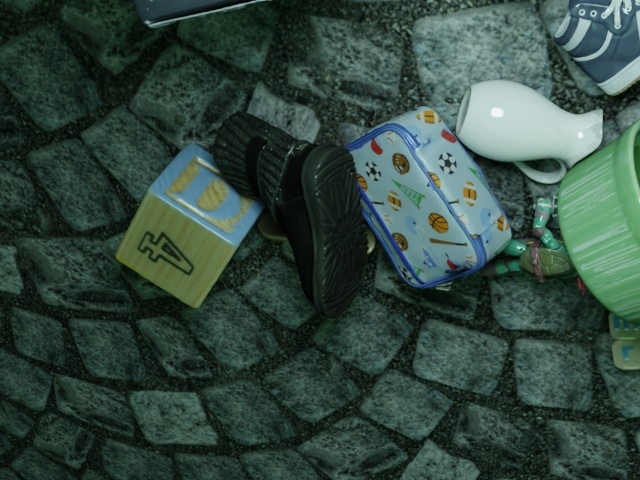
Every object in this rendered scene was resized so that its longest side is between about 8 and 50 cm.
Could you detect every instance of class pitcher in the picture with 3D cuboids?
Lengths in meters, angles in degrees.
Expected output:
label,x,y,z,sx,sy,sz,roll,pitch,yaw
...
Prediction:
label,x,y,z,sx,sy,sz,roll,pitch,yaw
pitcher,0.320,-0.165,1.410,0.207,0.125,0.177,14,144,-3

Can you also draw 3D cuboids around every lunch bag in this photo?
label,x,y,z,sx,sy,sz,roll,pitch,yaw
lunch bag,0.166,-0.060,1.480,0.243,0.115,0.303,-22,101,55

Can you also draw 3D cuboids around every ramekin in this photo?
label,x,y,z,sx,sy,sz,roll,pitch,yaw
ramekin,0.498,-0.019,1.330,0.303,0.303,0.148,46,134,-14

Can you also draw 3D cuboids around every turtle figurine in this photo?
label,x,y,z,sx,sy,sz,roll,pitch,yaw
turtle figurine,0.384,0.014,1.513,0.234,0.118,0.175,-3,123,29

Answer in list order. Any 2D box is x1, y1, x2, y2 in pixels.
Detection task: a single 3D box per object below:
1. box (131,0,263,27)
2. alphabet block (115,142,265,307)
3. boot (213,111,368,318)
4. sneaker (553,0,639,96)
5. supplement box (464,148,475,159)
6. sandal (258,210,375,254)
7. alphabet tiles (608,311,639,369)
label,x,y,z,sx,sy,sz,roll,pitch,yaw
box,-0.091,-0.580,1.031,0.298,0.471,0.479,-6,122,24
alphabet block,-0.241,-0.029,1.665,0.193,0.192,0.197,34,130,-3
boot,-0.053,-0.048,1.561,0.260,0.131,0.347,20,126,37
sneaker,0.456,-0.341,1.235,0.153,0.099,0.282,36,132,-9
supplement box,0.218,-0.118,1.523,0.062,0.036,0.098,25,129,4
sandal,0.002,-0.006,1.678,0.240,0.088,0.079,11,159,22
alphabet tiles,0.658,0.168,1.539,0.284,0.021,0.278,-3,123,23
